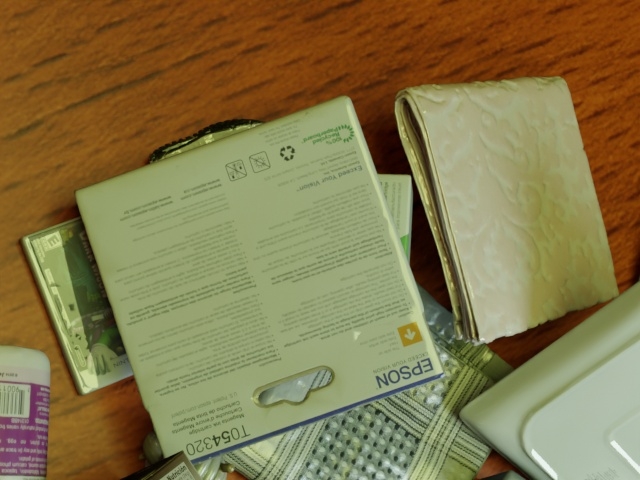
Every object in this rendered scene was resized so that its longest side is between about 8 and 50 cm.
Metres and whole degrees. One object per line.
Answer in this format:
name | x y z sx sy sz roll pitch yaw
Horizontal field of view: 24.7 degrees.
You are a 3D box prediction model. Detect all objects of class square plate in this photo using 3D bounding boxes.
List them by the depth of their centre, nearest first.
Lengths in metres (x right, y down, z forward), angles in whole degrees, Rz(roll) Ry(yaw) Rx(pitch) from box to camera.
square plate | 0.406 0.228 1.771 0.344 0.049 0.347 -39 113 18

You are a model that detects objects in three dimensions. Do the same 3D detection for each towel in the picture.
towel | 0.078 0.210 1.764 0.312 0.056 0.324 38 68 -14
towel | 0.239 -0.047 1.827 0.332 0.053 0.317 -11 86 -48

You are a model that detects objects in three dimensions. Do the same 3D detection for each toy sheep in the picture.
toy sheep | -0.146 0.255 1.636 0.132 0.091 0.091 42 67 -23

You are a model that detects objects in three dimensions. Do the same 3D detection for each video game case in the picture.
video game case | -0.229 0.057 1.666 0.173 0.022 0.190 -21 91 -26

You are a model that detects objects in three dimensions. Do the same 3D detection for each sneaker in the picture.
sneaker | -0.122 -0.096 1.730 0.162 0.063 0.073 -23 108 -21

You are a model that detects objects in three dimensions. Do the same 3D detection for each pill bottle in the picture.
pill bottle | -0.365 0.261 1.490 0.169 0.169 0.302 5 80 -24

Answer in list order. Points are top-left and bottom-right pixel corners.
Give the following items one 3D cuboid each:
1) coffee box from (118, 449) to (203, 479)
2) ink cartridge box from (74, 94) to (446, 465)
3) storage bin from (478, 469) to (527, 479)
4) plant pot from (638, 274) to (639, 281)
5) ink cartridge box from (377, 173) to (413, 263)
coffee box | -0.140 0.389 1.551 0.119 0.168 0.297 -35 91 -37
ink cartridge box | -0.067 0.047 1.610 0.324 0.071 0.330 -19 86 1
storage bin | 0.229 0.337 1.777 0.091 0.135 0.098 38 68 -2
plant pot | 0.603 0.092 1.924 0.255 0.271 0.272 19 74 -36
ink cartridge box | 0.000 0.000 1.696 0.208 0.087 0.153 2 79 6
